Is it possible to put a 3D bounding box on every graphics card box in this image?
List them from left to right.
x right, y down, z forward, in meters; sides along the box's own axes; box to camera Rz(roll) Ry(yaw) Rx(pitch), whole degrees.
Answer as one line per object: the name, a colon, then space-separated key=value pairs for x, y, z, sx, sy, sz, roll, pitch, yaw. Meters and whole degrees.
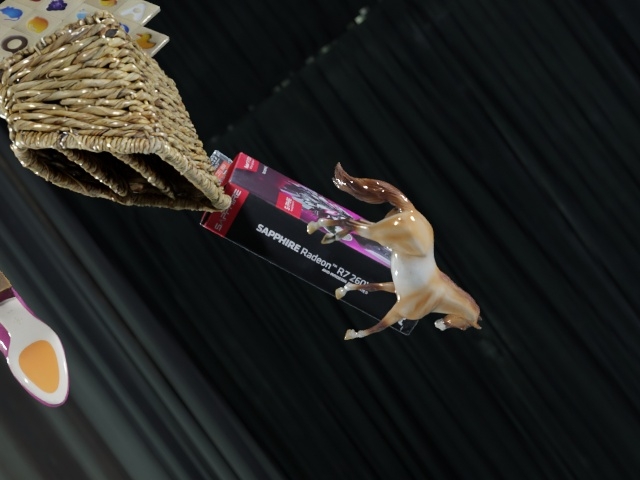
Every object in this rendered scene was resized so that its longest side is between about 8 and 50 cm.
graphics card box: x=0.000 y=0.000 z=2.112 sx=0.094 sy=0.371 sz=0.233 roll=-59 pitch=6 yaw=13

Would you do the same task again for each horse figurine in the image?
horse figurine: x=0.090 y=0.025 z=1.643 sx=0.175 sy=0.263 sz=0.066 roll=-9 pitch=29 yaw=16

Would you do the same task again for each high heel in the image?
high heel: x=-0.434 y=0.156 z=1.921 sx=0.082 sy=0.244 sz=0.117 roll=-32 pitch=-22 yaw=-22

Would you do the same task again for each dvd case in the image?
dvd case: x=-0.155 y=-0.102 z=2.341 sx=0.087 sy=0.119 sz=0.013 roll=-49 pitch=8 yaw=51

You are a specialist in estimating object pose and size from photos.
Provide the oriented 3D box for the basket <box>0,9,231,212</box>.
basket: x=-0.285 y=-0.124 z=1.746 sx=0.213 sy=0.223 sz=0.299 roll=-27 pitch=-17 yaw=5

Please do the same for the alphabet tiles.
alphabet tiles: x=-0.420 y=-0.305 z=2.080 sx=0.342 sy=0.285 sz=0.011 roll=-52 pitch=-24 yaw=-37
